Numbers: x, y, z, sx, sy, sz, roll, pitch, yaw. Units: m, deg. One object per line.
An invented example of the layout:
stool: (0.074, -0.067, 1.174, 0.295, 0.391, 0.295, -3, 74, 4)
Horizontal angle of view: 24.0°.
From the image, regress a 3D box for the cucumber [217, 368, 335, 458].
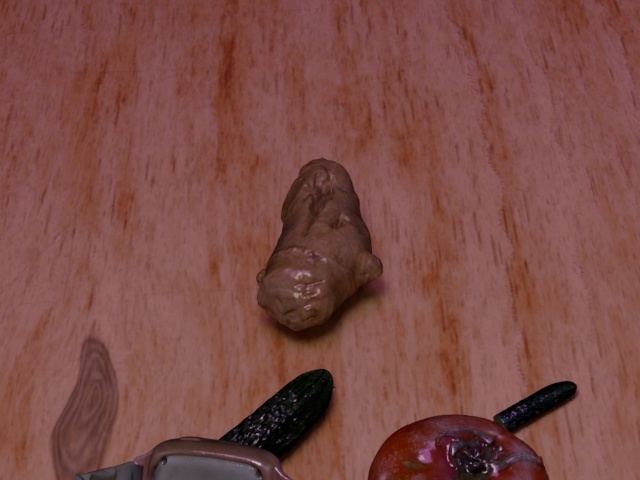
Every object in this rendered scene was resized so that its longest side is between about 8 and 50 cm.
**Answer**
cucumber: (-0.067, 0.260, 2.045, 0.077, 0.077, 0.265, 30, 52, 36)

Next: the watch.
watch: (-0.176, 0.330, 1.827, 0.253, 0.162, 0.241, 4, 0, 14)

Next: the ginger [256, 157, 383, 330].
ginger: (0.000, 0.000, 2.299, 0.189, 0.126, 0.354, -7, 41, 8)

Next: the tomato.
tomato: (0.171, 0.330, 1.838, 0.232, 0.189, 0.232, 5, 49, -6)

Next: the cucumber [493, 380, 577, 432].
cucumber: (0.298, 0.224, 2.061, 0.133, 0.032, 0.032, -26, 43, -20)
